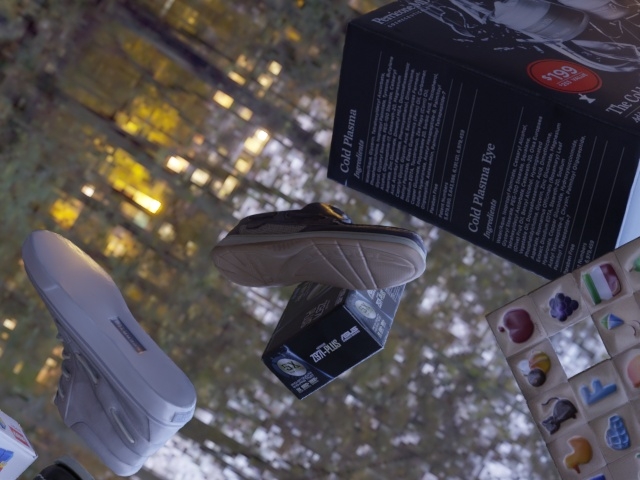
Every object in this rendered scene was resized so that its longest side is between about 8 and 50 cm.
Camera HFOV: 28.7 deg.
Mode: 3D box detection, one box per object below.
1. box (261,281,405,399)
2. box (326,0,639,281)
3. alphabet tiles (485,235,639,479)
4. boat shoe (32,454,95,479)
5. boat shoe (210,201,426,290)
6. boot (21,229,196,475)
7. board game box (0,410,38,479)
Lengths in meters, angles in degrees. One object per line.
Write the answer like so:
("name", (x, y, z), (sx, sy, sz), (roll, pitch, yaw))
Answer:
("box", (0.021, 0.096, 1.595), (0.147, 0.077, 0.180), (-35, -165, 30))
("box", (0.234, -0.135, 1.258), (0.343, 0.312, 0.179), (-32, 139, -46))
("alphabet tiles", (0.271, 0.123, 1.030), (0.198, 0.237, 0.009), (-26, -173, -6))
("boat shoe", (-0.169, 0.266, 0.945), (0.068, 0.228, 0.081), (-22, 151, -27))
("boat shoe", (0.000, 0.000, 1.512), (0.285, 0.103, 0.092), (-4, -131, 32))
("boot", (-0.244, 0.117, 1.271), (0.123, 0.258, 0.095), (-48, 159, 21))
("board game box", (-0.364, 0.139, 0.857), (0.193, 0.305, 0.053), (-44, -135, -4))
